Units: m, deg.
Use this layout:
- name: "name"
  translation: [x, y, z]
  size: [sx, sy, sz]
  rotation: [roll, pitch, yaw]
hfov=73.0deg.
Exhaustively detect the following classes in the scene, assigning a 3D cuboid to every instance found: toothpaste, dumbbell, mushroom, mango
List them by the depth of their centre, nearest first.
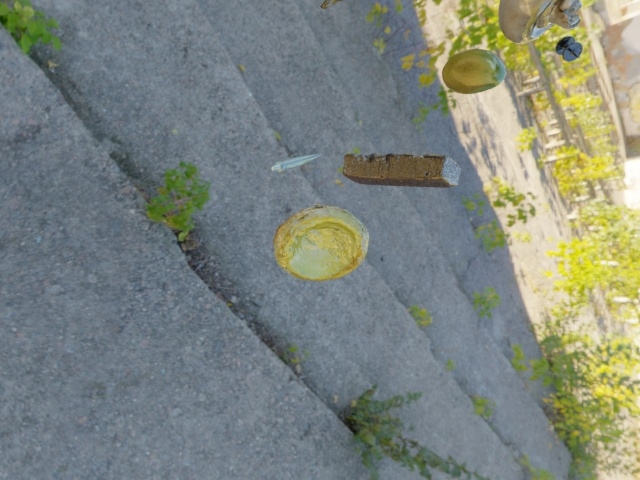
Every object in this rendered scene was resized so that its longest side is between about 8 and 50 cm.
- name: "mushroom"
  translation: [0.520, -0.552, 0.981]
  size: [0.178, 0.226, 0.226]
  rotation: [46, 48, 11]
- name: "toothpaste"
  translation: [-0.069, -0.223, 1.231]
  size: [0.197, 0.048, 0.029]
  rotation: [-27, 96, -47]
- name: "mango"
  translation: [0.451, -0.495, 1.273]
  size: [0.091, 0.194, 0.130]
  rotation: [4, 113, -43]
- name: "dumbbell"
  translation: [0.883, -0.682, 1.537]
  size: [0.069, 0.069, 0.147]
  rotation: [39, 31, -34]

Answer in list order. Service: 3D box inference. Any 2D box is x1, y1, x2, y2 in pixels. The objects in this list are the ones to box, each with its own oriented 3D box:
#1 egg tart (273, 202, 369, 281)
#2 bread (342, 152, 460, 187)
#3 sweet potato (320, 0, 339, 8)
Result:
- name: "egg tart"
  translation: [0.000, 0.000, 1.371]
  size: [0.315, 0.314, 0.120]
  rotation: [43, 25, -32]
- name: "bread"
  translation: [0.299, -0.267, 1.631]
  size: [0.165, 0.416, 0.113]
  rotation: [6, 91, -57]
- name: "sweet potato"
  translation: [0.112, -0.872, 1.489]
  size: [0.069, 0.249, 0.059]
  rotation: [59, 9, 28]
